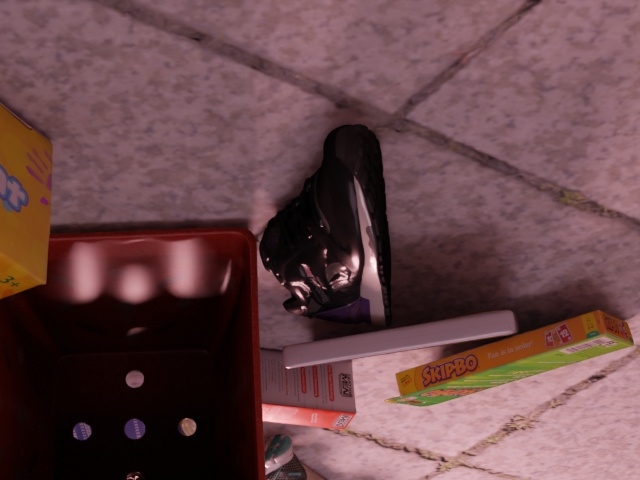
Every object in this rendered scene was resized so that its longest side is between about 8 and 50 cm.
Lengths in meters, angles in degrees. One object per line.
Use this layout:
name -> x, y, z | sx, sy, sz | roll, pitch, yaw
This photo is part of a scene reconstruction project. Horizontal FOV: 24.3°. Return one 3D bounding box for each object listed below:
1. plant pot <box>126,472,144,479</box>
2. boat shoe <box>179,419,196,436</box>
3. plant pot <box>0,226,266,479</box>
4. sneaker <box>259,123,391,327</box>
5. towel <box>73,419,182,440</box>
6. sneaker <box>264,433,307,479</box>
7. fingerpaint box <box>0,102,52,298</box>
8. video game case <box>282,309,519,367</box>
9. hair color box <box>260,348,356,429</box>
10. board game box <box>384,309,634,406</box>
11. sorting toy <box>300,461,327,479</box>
plant pot -> -0.206, 0.363, 1.798 | 0.167, 0.167, 0.165 | -11, 150, 10
boat shoe -> -0.118, 0.230, 1.752 | 0.045, 0.050, 0.135 | -12, 145, 21
plant pot -> -0.193, 0.157, 1.478 | 0.267, 0.267, 0.236 | -2, 159, -4
sneaker -> 0.000, 0.000, 1.385 | 0.124, 0.107, 0.283 | -1, 146, 5
towel -> -0.330, 0.254, 1.787 | 0.336, 0.040, 0.243 | -5, 144, -2
sneaker -> -0.087, 0.302, 1.828 | 0.166, 0.065, 0.076 | -25, 112, 31
fingerpaint box -> -0.493, -0.068, 1.173 | 0.371, 0.163, 0.445 | -19, 143, 21
video game case -> 0.089, 0.100, 1.524 | 0.227, 0.026, 0.206 | -9, 175, 8
hair color box -> -0.035, 0.163, 1.644 | 0.141, 0.072, 0.043 | 8, 143, -17
board game box -> 0.202, 0.134, 1.628 | 0.259, 0.039, 0.124 | -22, 162, 21
sorting toy -> -0.083, 0.402, 1.974 | 0.255, 0.089, 0.257 | -20, 143, 22
